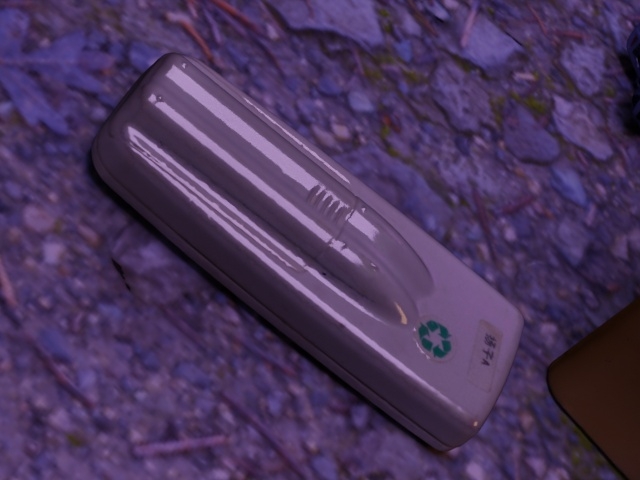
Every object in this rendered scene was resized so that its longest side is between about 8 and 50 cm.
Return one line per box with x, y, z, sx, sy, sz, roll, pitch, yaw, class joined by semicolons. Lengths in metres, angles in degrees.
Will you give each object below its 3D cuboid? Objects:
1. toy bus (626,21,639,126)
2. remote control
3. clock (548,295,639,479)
0.252;-0.119;1.058;0.167;0.073;0.076;-15;67;-46;toy bus
0.000;0.001;0.796;0.230;0.049;0.090;39;47;-10;remote control
0.297;0.008;0.829;0.200;0.317;0.244;40;44;3;clock
